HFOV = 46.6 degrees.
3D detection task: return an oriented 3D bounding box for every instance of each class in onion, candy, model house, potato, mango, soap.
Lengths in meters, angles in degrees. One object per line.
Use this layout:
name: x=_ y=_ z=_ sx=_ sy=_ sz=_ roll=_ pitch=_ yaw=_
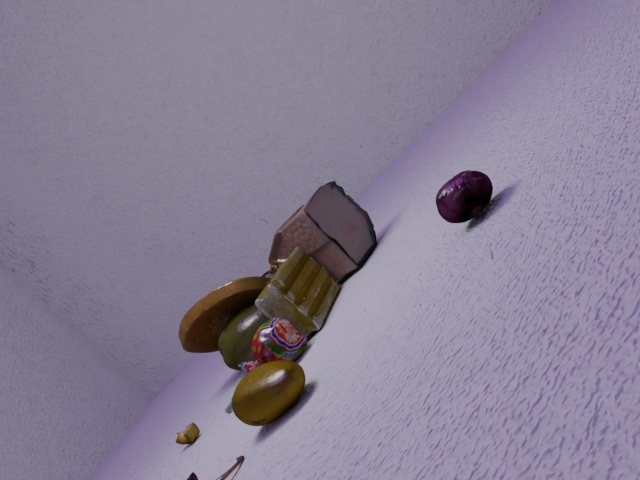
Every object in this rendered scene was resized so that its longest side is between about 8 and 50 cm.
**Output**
onion: x=0.274 y=-0.078 z=1.391 sx=0.115 sy=0.115 sz=0.104 roll=-45 pitch=49 yaw=16
candy: x=-0.159 y=0.327 z=1.846 sx=0.365 sy=0.124 sz=0.124 roll=-56 pitch=-2 yaw=37
model house: x=0.000 y=0.000 z=2.137 sx=0.237 sy=0.237 sz=0.202 roll=-38 pitch=13 yaw=39
potato: x=-0.190 y=0.265 z=2.161 sx=0.251 sy=0.159 sz=0.174 roll=-39 pitch=50 yaw=7
mango: x=-0.097 y=0.299 z=1.462 sx=0.195 sy=0.098 sz=0.137 roll=-28 pitch=14 yaw=51
soap: x=-0.054 y=0.135 z=1.939 sx=0.089 sy=0.173 sz=0.274 roll=-49 pitch=3 yaw=24

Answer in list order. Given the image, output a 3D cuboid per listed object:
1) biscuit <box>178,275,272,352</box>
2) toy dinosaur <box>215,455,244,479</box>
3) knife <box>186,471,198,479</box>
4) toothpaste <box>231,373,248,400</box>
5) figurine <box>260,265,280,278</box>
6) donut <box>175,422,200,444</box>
biscuit: x=-0.251 y=0.227 z=2.286 sx=0.365 sy=0.062 sz=0.385 roll=8 pitch=-41 yaw=-43
toy dinosaur: x=-0.242 y=0.494 z=1.360 sx=0.101 sy=0.055 sz=0.279 roll=-29 pitch=15 yaw=44
knife: x=-0.323 y=0.557 z=1.515 sx=0.278 sy=0.053 sz=0.123 roll=-43 pitch=1 yaw=24
toothpaste: x=-0.167 y=0.350 z=1.984 sx=0.218 sy=0.041 sz=0.064 roll=-50 pitch=11 yaw=1
figurine: x=-0.143 y=0.169 z=2.629 sx=0.275 sy=0.161 sz=0.158 roll=137 pitch=138 yaw=-57
donut: x=-0.376 y=0.541 z=2.065 sx=0.083 sy=0.067 sz=0.038 roll=-8 pitch=41 yaw=22
